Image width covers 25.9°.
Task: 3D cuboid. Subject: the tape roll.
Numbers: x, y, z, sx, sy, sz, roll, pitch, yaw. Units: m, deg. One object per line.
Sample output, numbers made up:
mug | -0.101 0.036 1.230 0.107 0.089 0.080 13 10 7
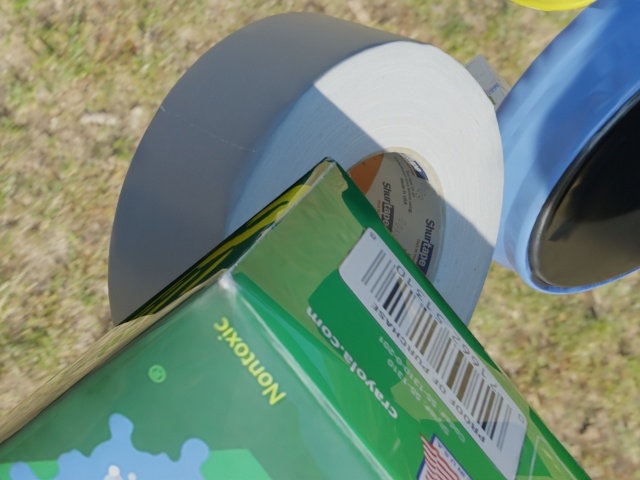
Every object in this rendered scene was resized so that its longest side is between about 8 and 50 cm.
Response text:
tape roll | 0.000 0.000 0.697 0.219 0.072 0.219 -26 127 -41

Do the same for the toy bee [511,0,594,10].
toy bee | 0.153 -0.116 0.374 0.195 0.298 0.162 16 50 3

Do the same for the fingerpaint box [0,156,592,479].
fingerpaint box | -0.009 0.262 0.531 0.445 0.371 0.163 51 21 -4

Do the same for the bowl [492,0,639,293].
bowl | 0.299 -0.100 1.184 0.391 0.391 0.077 -13 55 -37

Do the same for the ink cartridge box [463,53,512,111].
ink cartridge box | 0.171 -0.104 1.296 0.088 0.052 0.122 40 21 -34
